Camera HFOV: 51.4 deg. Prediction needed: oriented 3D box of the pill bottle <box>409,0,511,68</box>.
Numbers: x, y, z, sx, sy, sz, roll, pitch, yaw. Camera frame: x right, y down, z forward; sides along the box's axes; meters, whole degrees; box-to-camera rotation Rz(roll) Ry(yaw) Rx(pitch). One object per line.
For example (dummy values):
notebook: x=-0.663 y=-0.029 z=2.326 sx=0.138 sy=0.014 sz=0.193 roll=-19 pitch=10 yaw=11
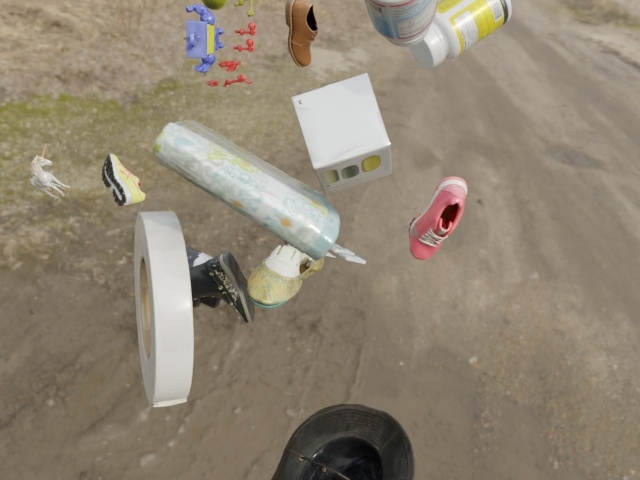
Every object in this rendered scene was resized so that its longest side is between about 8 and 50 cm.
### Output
pill bottle: x=0.295 y=-0.469 z=1.437 sx=0.209 sy=0.119 sz=0.119 roll=-35 pitch=41 yaw=-6

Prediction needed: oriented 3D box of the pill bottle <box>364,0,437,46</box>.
pill bottle: x=0.098 y=-0.299 z=0.814 sx=0.087 sy=0.087 sz=0.160 roll=18 pitch=-2 yaw=13

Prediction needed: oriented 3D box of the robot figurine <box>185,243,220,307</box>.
robot figurine: x=-0.427 y=0.106 z=2.092 sx=0.278 sy=0.173 sz=0.209 roll=26 pitch=-16 yaw=-2

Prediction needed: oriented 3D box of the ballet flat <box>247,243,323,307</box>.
ballet flat: x=-0.073 y=0.054 z=1.619 sx=0.123 sy=0.123 sz=0.348 roll=20 pitch=20 yaw=16

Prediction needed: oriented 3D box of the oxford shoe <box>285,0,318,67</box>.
oxford shoe: x=-0.041 y=-0.539 z=1.758 sx=0.076 sy=0.212 sz=0.076 roll=17 pitch=60 yaw=16

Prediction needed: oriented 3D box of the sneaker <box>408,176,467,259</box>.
sneaker: x=0.356 y=-0.047 z=2.064 sx=0.116 sy=0.313 sz=0.136 roll=18 pitch=35 yaw=-6

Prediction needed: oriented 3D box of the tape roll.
tape roll: x=-0.323 y=0.134 z=1.344 sx=0.072 sy=0.391 sz=0.392 roll=-4 pitch=31 yaw=-21

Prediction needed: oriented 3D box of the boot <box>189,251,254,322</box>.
boot: x=-0.297 y=0.149 z=1.879 sx=0.179 sy=0.236 sz=0.085 roll=-14 pitch=31 yaw=9

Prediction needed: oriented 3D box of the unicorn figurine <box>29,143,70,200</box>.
unicorn figurine: x=-0.678 y=-0.152 z=1.646 sx=0.111 sy=0.162 sz=0.060 roll=38 pitch=47 yaw=-27

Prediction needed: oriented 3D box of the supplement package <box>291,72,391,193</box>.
supplement package: x=0.062 y=-0.266 z=1.726 sx=0.200 sy=0.197 sz=0.262 roll=-17 pitch=-11 yaw=3

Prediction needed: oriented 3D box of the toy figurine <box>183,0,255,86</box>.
toy figurine: x=-0.323 y=-0.634 z=2.004 sx=0.192 sy=0.362 sz=0.217 roll=10 pitch=21 yaw=14

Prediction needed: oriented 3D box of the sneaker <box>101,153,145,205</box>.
sneaker: x=-0.608 y=-0.185 z=2.059 sx=0.094 sy=0.081 sz=0.208 roll=-3 pitch=53 yaw=-43

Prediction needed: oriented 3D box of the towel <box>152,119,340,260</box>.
towel: x=-0.130 y=-0.102 z=1.193 sx=0.321 sy=0.090 sz=0.374 roll=29 pitch=6 yaw=-10

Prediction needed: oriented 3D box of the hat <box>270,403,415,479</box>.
hat: x=0.057 y=0.507 z=1.354 sx=0.332 sy=0.133 sz=0.331 roll=-16 pitch=40 yaw=15

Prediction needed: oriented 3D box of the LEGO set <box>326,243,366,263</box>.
LEGO set: x=0.000 y=0.000 z=1.986 sx=0.244 sy=0.060 sz=0.182 roll=13 pitch=12 yaw=-33

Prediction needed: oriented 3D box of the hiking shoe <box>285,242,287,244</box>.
hiking shoe: x=-0.095 y=-0.056 z=2.193 sx=0.114 sy=0.086 sz=0.227 roll=-11 pitch=49 yaw=-35
